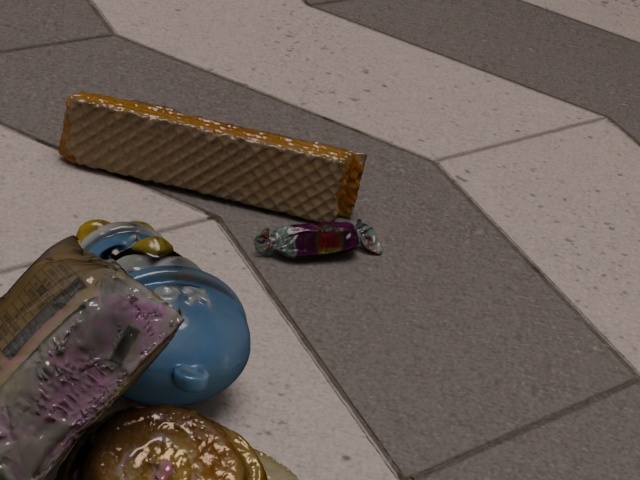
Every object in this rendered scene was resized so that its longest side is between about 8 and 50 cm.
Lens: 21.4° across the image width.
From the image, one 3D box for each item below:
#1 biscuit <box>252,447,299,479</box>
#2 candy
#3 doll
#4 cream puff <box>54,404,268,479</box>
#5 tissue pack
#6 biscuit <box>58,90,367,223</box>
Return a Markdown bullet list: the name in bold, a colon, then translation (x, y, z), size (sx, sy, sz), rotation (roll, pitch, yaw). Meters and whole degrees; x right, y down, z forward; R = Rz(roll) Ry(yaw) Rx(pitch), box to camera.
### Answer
- **biscuit**: translation (-0.084, 0.236, 1.584), size (0.152, 0.020, 0.152), rotation (10, 27, -5)
- **candy**: translation (0.000, 0.000, 2.034), size (0.175, 0.045, 0.043), rotation (-5, -1, -27)
- **doll**: translation (-0.173, 0.070, 1.729), size (0.177, 0.141, 0.314), rotation (2, 27, -25)
- **cream puff**: translation (-0.142, 0.231, 1.455), size (0.189, 0.129, 0.189), rotation (6, 40, -5)
- **tissue pack**: translation (-0.240, 0.101, 1.483), size (0.123, 0.215, 0.257), rotation (43, -6, -13)
- **biscuit**: translation (-0.137, -0.103, 2.113), size (0.379, 0.094, 0.054), rotation (14, 22, 0)
